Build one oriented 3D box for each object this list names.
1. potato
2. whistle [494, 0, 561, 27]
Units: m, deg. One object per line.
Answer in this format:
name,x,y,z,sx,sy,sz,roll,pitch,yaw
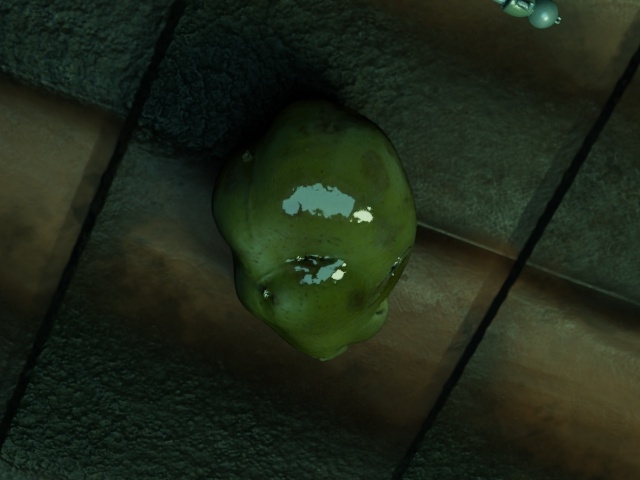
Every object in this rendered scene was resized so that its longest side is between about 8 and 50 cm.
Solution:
potato,-0.003,-0.001,1.642,0.218,0.202,0.351,-16,132,-7
whistle,0.220,-0.261,1.597,0.100,0.035,0.035,22,115,-14
